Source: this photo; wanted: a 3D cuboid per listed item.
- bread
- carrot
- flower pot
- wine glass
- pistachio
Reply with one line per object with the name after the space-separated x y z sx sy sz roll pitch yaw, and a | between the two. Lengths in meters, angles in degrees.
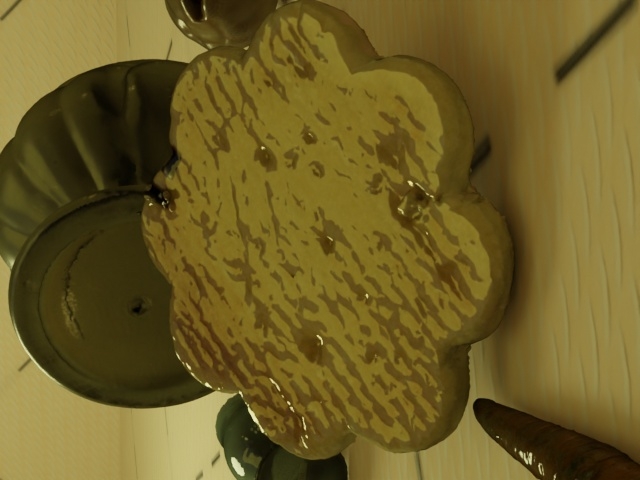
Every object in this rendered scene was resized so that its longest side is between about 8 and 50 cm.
-0.005 -0.003 0.715 0.316 0.054 0.316 10 105 39 | bread
0.125 0.114 0.537 0.254 0.049 0.049 -152 60 -76 | carrot
-0.153 0.005 0.980 0.244 0.307 0.307 -97 11 -61 | flower pot
-0.046 0.206 1.058 0.202 0.093 0.093 -165 73 -71 | wine glass
-0.097 -0.296 1.086 0.152 0.126 0.223 -50 -30 -58 | pistachio
